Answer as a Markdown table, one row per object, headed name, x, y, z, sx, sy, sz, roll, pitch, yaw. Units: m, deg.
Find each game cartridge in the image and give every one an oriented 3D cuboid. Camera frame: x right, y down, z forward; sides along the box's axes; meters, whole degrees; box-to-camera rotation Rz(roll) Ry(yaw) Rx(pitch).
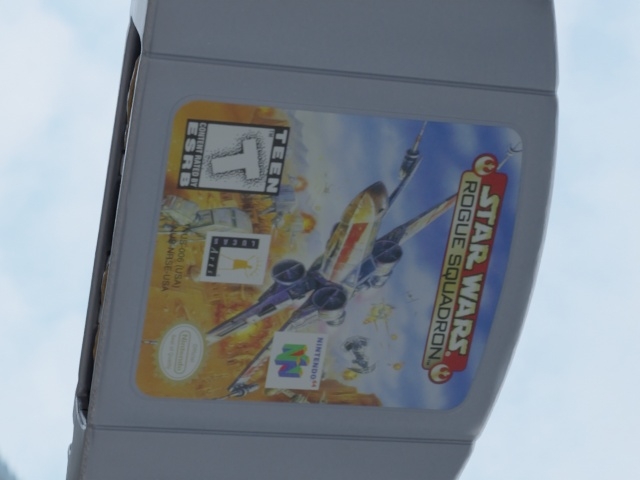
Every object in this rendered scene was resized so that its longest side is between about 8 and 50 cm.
| name | x | y | z | sx | sy | sz | roll | pitch | yaw |
| --- | --- | --- | --- | --- | --- | --- | --- | --- | --- |
| game cartridge | 0.000 | 0.000 | 0.872 | 0.198 | 0.062 | 0.297 | 5 | -67 | -12 |
